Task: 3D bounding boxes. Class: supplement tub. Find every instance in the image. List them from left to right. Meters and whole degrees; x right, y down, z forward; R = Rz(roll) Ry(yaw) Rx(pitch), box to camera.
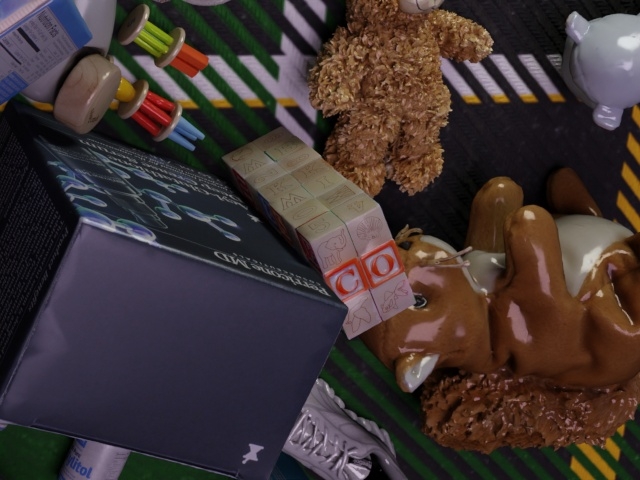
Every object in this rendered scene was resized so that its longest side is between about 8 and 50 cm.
[{"bbox_3d":[-0.277,0.269,1.677,0.071,0.071,0.107,19,103,-28],"label":"supplement tub"}]

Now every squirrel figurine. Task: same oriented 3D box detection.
[{"bbox_3d":[0.225,0.126,1.703,0.370,0.281,0.397,-14,121,-22],"label":"squirrel figurine"}]

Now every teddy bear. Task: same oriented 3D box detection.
[{"bbox_3d":[0.092,-0.201,1.611,0.245,0.113,0.338,10,107,-28],"label":"teddy bear"}]

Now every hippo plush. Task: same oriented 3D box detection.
[{"bbox_3d":[0.427,-0.213,1.665,0.236,0.294,0.234,-28,98,-1],"label":"hippo plush"}]

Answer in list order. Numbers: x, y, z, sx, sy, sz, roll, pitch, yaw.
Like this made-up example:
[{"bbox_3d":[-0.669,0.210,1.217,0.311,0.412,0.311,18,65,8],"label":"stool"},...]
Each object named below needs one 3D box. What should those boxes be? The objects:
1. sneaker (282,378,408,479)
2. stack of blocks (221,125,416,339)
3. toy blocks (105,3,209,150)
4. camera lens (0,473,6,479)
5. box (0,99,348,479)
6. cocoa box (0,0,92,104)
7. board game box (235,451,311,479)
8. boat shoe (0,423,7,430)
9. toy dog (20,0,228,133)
[{"bbox_3d":[0.005,0.255,1.764,0.292,0.118,0.110,33,98,-29],"label":"sneaker"},{"bbox_3d":[0.000,0.000,1.547,0.087,0.297,0.171,-28,118,-10],"label":"stack of blocks"},{"bbox_3d":[-0.176,-0.178,1.540,0.148,0.054,0.123,33,96,-31],"label":"toy blocks"},{"bbox_3d":[-0.432,0.381,1.540,0.219,0.274,0.219,-9,114,-20],"label":"camera lens"},{"bbox_3d":[-0.202,0.044,1.425,0.293,0.395,0.212,20,103,-29],"label":"box"},{"bbox_3d":[-0.402,-0.276,1.225,0.228,0.231,0.347,-36,90,-3],"label":"cocoa box"},{"bbox_3d":[-0.063,0.481,1.750,0.079,0.254,0.336,6,109,-25],"label":"board game box"},{"bbox_3d":[-0.455,0.191,1.578,0.183,0.066,0.066,28,104,-20],"label":"boat shoe"},{"bbox_3d":[-0.234,-0.267,1.421,0.333,0.161,0.220,-40,95,9],"label":"toy dog"}]
